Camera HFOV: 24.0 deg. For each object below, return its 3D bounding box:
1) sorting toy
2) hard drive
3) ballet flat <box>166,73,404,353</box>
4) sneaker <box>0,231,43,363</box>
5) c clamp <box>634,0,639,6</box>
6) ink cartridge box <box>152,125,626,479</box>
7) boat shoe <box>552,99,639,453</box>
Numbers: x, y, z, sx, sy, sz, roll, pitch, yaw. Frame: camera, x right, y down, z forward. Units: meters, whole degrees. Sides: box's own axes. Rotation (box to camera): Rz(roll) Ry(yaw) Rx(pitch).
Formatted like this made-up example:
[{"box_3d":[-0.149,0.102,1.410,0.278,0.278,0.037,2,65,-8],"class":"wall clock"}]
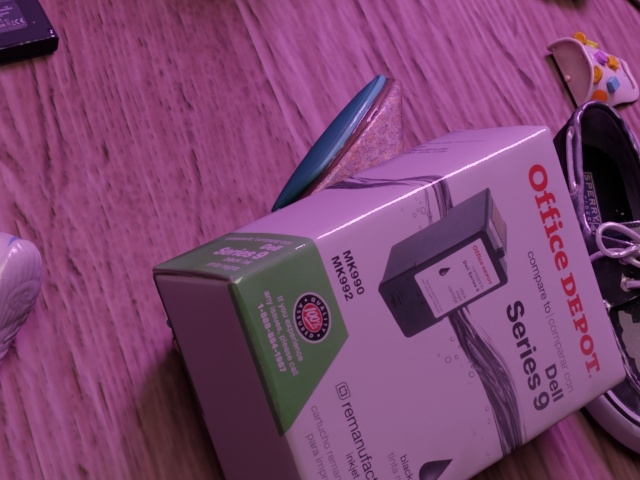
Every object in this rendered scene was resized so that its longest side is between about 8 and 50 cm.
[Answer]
[{"box_3d":[0.263,-0.157,1.399,0.075,0.045,0.083,5,52,-37],"class":"sorting toy"},{"box_3d":[-0.292,-0.206,1.276,0.094,0.022,0.135,-18,63,-26],"class":"hard drive"},{"box_3d":[0.000,0.000,1.183,0.106,0.107,0.316,44,58,-9],"class":"ballet flat"},{"box_3d":[-0.270,0.094,1.044,0.086,0.085,0.237,5,53,20],"class":"sneaker"},{"box_3d":[0.355,-0.270,1.515,0.160,0.022,0.137,42,61,13],"class":"c clamp"},{"box_3d":[0.056,0.061,1.069,0.289,0.121,0.211,-27,105,-30],"class":"ink cartridge box"},{"box_3d":[0.252,0.022,1.222,0.113,0.105,0.306,4,55,-13],"class":"boat shoe"}]
